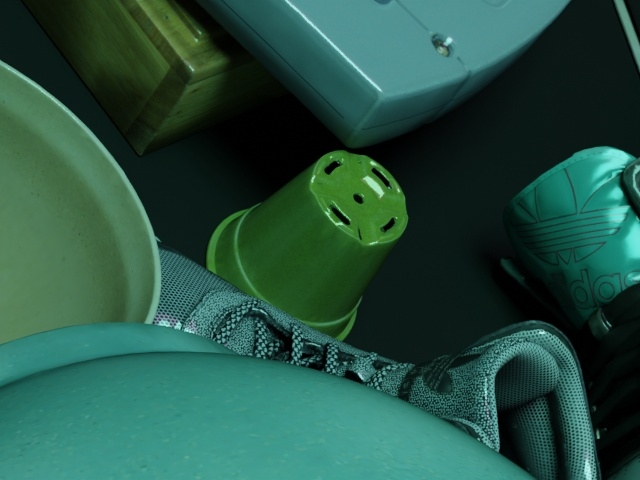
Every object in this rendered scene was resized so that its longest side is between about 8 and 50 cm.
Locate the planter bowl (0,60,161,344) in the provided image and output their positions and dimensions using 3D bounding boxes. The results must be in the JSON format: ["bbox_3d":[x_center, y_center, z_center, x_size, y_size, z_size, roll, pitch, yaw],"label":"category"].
[{"bbox_3d":[-0.155,0.015,0.502,0.162,0.109,0.162,29,35,-23],"label":"planter bowl"}]

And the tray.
[{"bbox_3d":[-0.001,-0.209,0.808,0.411,0.076,0.203,-29,77,-43],"label":"tray"}]

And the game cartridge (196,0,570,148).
[{"bbox_3d":[0.041,-0.170,0.721,0.196,0.060,0.294,42,45,4],"label":"game cartridge"}]

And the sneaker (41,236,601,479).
[{"bbox_3d":[0.011,0.062,0.560,0.268,0.153,0.101,42,45,-1],"label":"sneaker"}]

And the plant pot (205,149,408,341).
[{"bbox_3d":[0.000,0.000,0.650,0.083,0.079,0.083,17,51,-23],"label":"plant pot"}]

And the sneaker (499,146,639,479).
[{"bbox_3d":[0.153,0.048,0.684,0.178,0.124,0.295,51,38,1],"label":"sneaker"}]

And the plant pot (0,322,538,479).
[{"bbox_3d":[-0.049,0.147,0.399,0.293,0.293,0.196,4,30,-32],"label":"plant pot"}]
